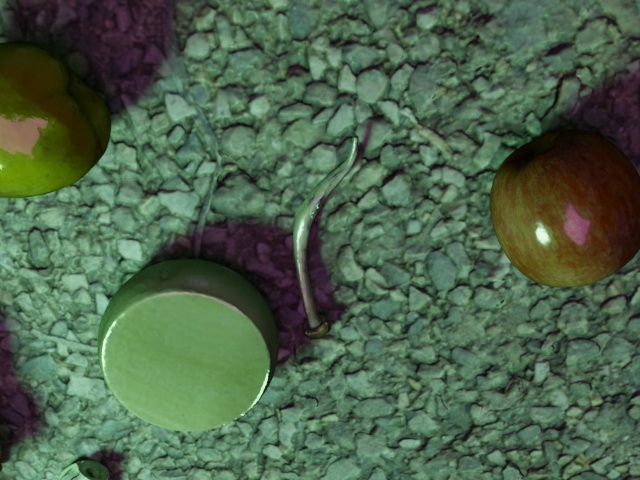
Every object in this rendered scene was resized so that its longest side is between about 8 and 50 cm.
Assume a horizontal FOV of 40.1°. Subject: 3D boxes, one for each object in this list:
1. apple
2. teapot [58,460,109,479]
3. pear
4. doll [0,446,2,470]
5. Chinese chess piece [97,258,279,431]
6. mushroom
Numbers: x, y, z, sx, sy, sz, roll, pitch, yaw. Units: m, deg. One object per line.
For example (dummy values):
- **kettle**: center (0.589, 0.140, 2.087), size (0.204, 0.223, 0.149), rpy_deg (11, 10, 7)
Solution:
- **apple**: center (0.302, -0.042, 1.084), size (0.188, 0.188, 0.174), rpy_deg (-29, 104, 13)
- **teapot**: center (-0.368, 0.375, 1.361), size (0.083, 0.064, 0.064), rpy_deg (32, 107, 20)
- **pear**: center (-0.357, -0.139, 1.042), size (0.200, 0.200, 0.200), rpy_deg (0, 116, 0)
- **doll**: center (-0.557, 0.271, 1.256), size (0.162, 0.167, 0.270), rpy_deg (-4, 118, 4)
- **Chinese chess piece**: center (-0.183, 0.146, 1.222), size (0.250, 0.101, 0.250), rpy_deg (0, 115, 0)
- **mushroom**: center (-0.001, -0.001, 1.190), size (0.068, 0.043, 0.306), rpy_deg (-2, 116, -18)
